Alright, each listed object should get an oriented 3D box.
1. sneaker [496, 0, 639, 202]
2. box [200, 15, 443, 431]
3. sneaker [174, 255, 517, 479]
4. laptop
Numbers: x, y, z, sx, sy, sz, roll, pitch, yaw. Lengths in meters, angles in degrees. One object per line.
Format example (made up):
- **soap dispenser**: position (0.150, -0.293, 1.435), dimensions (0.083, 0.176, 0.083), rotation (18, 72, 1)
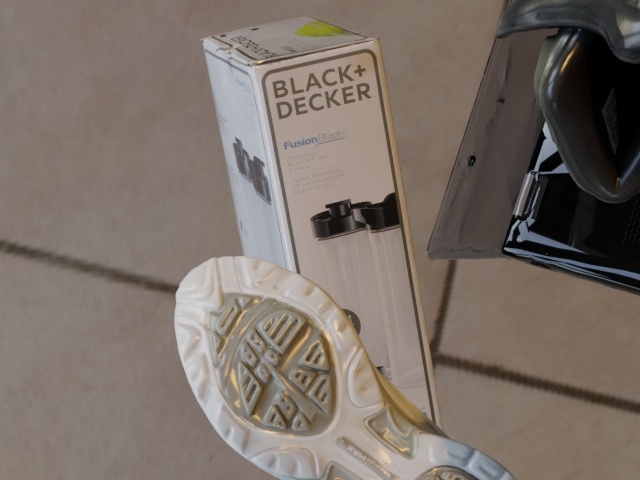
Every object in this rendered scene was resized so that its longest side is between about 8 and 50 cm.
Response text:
- **sneaker**: position (0.110, -0.095, 0.520), dimensions (0.130, 0.227, 0.087), rotation (-40, 113, 13)
- **box**: position (0.000, 0.000, 1.088), dimensions (0.087, 0.169, 0.290), rotation (-14, 105, -12)
- **sneaker**: position (0.011, 0.104, 0.833), dimensions (0.090, 0.115, 0.232), rotation (-44, 82, -7)
- **laptop**: position (0.272, -0.135, 1.134), dimensions (0.408, 0.236, 0.382), rotation (17, 86, 27)
